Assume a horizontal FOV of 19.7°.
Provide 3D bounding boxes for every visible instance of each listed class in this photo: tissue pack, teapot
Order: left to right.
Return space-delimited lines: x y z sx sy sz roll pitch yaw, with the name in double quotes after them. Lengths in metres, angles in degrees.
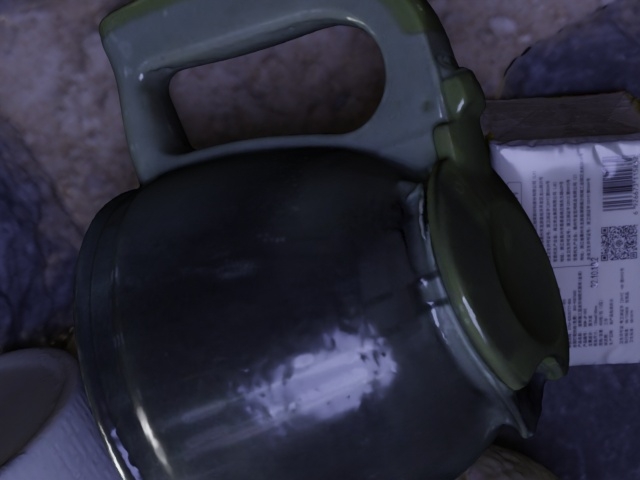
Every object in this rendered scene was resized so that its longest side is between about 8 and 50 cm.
0.012 0.013 1.058 0.239 0.321 0.239 -21 145 24 "teapot"
0.148 -0.008 1.129 0.106 0.099 0.148 -3 113 -2 "tissue pack"

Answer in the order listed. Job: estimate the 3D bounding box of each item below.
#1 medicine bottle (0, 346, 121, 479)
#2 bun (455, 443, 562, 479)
-0.147 0.268 1.158 0.211 0.211 0.371 -25 113 5 "medicine bottle"
0.090 0.251 1.164 0.244 0.153 0.244 -16 115 -36 "bun"
